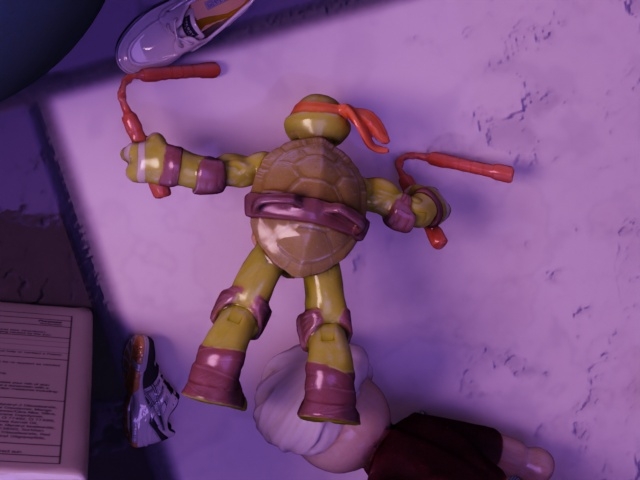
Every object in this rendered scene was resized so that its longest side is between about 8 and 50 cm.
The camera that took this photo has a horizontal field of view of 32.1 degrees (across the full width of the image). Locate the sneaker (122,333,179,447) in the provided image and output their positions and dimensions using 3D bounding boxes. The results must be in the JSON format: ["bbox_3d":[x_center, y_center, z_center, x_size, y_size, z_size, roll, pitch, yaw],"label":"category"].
[{"bbox_3d":[-0.115,0.101,0.764,0.037,0.032,0.083,-5,113,-23],"label":"sneaker"}]

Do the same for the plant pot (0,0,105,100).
[{"bbox_3d":[-0.239,-0.181,0.543,0.293,0.235,0.293,-3,107,-9],"label":"plant pot"}]

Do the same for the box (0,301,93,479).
[{"bbox_3d":[-0.212,0.132,0.644,0.149,0.232,0.126,5,106,-12],"label":"box"}]

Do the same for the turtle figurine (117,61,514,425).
[{"bbox_3d":[0.000,0.000,0.683,0.269,0.087,0.217,12,77,-19],"label":"turtle figurine"}]

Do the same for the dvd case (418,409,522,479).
[{"bbox_3d":[0.098,0.190,0.837,0.119,0.013,0.087,32,98,-17],"label":"dvd case"}]

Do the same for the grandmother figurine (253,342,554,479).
[{"bbox_3d":[0.098,0.187,0.732,0.342,0.208,0.104,37,108,8],"label":"grandmother figurine"}]

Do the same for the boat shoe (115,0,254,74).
[{"bbox_3d":[-0.083,-0.134,0.692,0.100,0.035,0.035,-29,110,-1],"label":"boat shoe"}]
